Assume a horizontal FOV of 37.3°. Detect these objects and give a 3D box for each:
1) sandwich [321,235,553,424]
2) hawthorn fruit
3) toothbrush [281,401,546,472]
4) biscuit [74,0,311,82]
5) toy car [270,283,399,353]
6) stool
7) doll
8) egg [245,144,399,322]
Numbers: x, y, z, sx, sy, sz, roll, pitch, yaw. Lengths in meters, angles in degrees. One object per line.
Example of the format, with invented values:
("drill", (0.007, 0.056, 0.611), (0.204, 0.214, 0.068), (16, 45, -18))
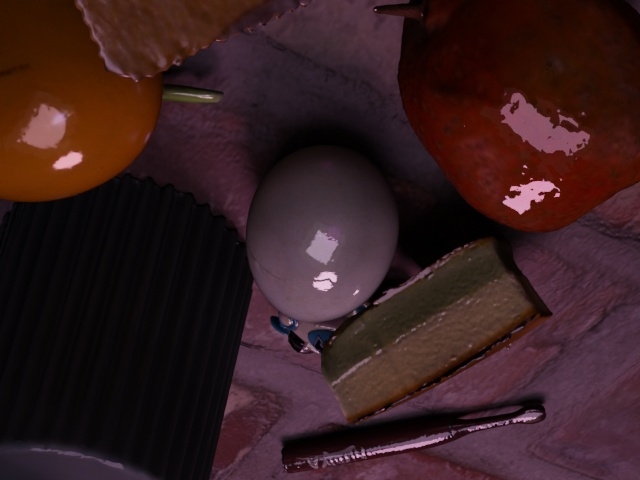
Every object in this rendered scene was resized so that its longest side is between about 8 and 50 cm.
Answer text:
("sandwich", (0.122, 0.094, 0.997), (0.220, 0.108, 0.186), (-33, 167, 13))
("hawthorn fruit", (0.153, -0.137, 0.774), (0.262, 0.210, 0.210), (34, 126, -25))
("toothbrush", (0.118, 0.261, 1.264), (0.364, 0.041, 0.041), (-14, 131, 15))
("biscuit", (-0.096, -0.264, 0.704), (0.232, 0.013, 0.236), (-26, 114, -12))
("toy car", (0.027, 0.111, 1.086), (0.162, 0.098, 0.126), (15, 130, -13))
("stool", (-0.228, 0.145, 0.974), (0.297, 0.330, 0.297), (1, 133, 1))
("doll", (-0.224, -0.130, 0.827), (0.213, 0.213, 0.236), (-19, 170, 20))
("egg", (0.000, 0.000, 0.947), (0.151, 0.151, 0.209), (7, 135, -3))
